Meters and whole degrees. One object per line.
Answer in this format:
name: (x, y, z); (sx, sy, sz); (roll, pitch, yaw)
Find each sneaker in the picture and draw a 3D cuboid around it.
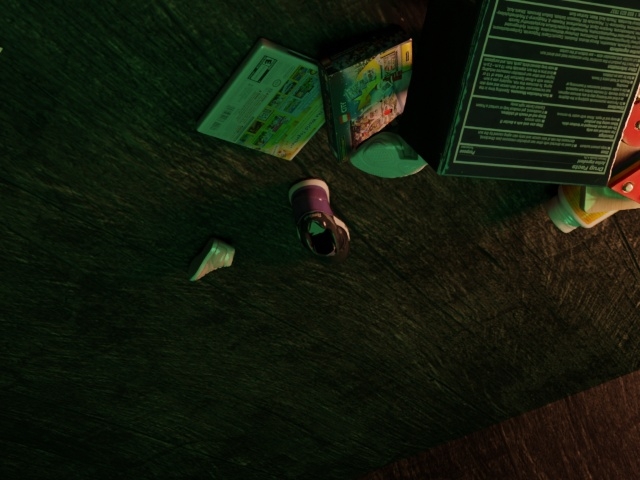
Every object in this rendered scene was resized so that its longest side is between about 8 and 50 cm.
sneaker: (0.171, -0.210, 1.555); (0.268, 0.153, 0.101); (-17, 140, 43)
sneaker: (0.000, 0.000, 1.868); (0.107, 0.124, 0.283); (-17, 146, 8)
sneaker: (-0.233, 0.049, 1.931); (0.070, 0.051, 0.134); (18, 132, -29)

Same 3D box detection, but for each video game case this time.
video game case: (-0.078, -0.244, 1.580); (0.206, 0.026, 0.227); (15, 137, -34)

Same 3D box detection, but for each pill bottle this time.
pill bottle: (0.596, -0.106, 1.907); (0.117, 0.117, 0.215); (22, 133, -39)

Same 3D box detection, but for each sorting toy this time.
sorting toy: (0.654, -0.177, 1.737); (0.255, 0.089, 0.257); (-6, 113, -9)

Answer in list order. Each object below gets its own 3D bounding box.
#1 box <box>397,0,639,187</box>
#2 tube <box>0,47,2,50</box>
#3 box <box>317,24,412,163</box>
box: (0.302, -0.252, 1.313); (0.296, 0.183, 0.294); (3, 115, -20)
tube: (-0.610, -0.292, 1.324); (0.240, 0.062, 0.070); (12, -177, -38)
box: (0.084, -0.252, 1.564); (0.159, 0.044, 0.233); (-25, 147, -11)
